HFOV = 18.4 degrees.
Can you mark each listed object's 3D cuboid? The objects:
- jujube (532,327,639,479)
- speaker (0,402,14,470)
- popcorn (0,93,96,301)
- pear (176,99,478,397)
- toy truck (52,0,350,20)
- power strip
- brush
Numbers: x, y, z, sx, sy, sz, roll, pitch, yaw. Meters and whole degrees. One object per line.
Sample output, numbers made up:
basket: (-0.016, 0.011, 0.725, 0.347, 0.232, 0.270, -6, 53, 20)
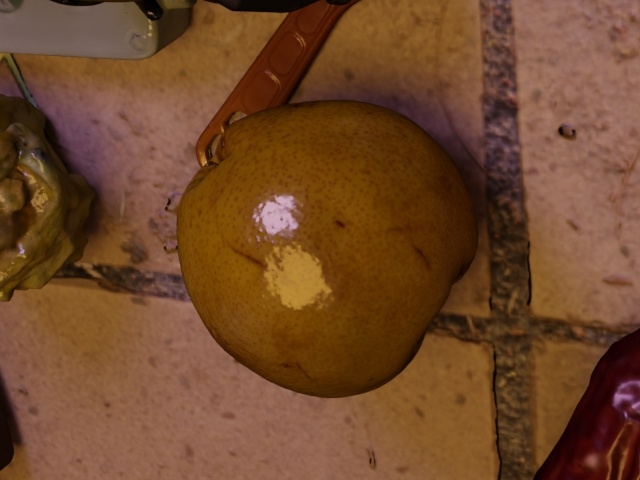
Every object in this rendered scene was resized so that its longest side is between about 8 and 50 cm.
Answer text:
jujube: (0.226, 0.169, 1.365, 0.155, 0.155, 0.230, 24, 118, 17)
speaker: (-0.387, 0.117, 1.639, 0.153, 0.192, 0.231, -6, 108, 31)
popcorn: (-0.254, -0.034, 1.527, 0.173, 0.173, 0.142, 34, 107, 11)
pear: (0.000, 0.000, 1.379, 0.209, 0.209, 0.209, 11, 117, 23)
toy truck: (-0.087, -0.207, 1.299, 0.165, 0.224, 0.147, 55, 143, 43)
power strip: (-0.259, -0.194, 1.509, 0.385, 0.062, 0.091, 6, 114, 26)
brush: (-0.010, -0.152, 1.425, 0.090, 0.017, 0.314, 42, 125, 8)
